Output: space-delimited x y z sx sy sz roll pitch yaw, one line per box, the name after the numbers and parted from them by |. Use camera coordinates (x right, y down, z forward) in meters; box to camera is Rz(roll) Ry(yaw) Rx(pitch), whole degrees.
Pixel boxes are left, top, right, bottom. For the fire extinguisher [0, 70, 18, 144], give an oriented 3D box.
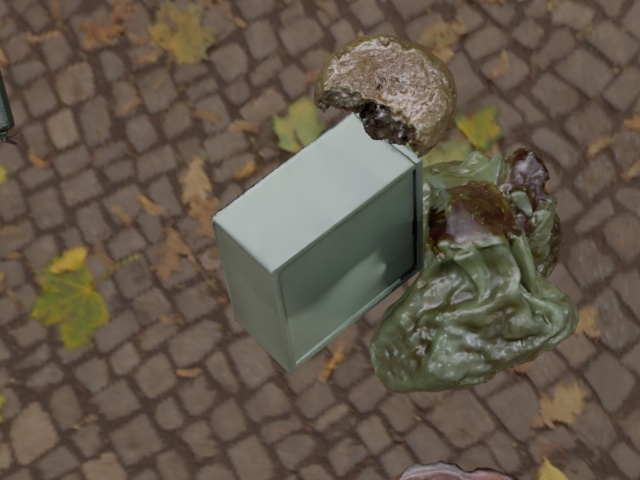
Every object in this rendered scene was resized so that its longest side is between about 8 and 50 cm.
-0.316 -0.131 1.229 0.025 0.038 0.083 -10 98 33 | fire extinguisher

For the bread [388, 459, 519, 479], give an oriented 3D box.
0.101 0.326 1.147 0.190 0.123 0.244 20 66 14 | bread

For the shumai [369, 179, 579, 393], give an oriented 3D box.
0.156 0.053 1.513 0.261 0.225 0.222 -25 100 31 | shumai

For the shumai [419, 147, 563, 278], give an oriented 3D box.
0.240 -0.024 1.823 0.256 0.218 0.189 23 68 -4 | shumai

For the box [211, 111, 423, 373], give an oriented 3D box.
0.000 0.000 1.490 0.225 0.225 0.117 -37 60 -20 | box

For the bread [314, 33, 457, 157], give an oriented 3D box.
0.057 -0.117 1.001 0.113 0.060 0.082 29 73 13 | bread
